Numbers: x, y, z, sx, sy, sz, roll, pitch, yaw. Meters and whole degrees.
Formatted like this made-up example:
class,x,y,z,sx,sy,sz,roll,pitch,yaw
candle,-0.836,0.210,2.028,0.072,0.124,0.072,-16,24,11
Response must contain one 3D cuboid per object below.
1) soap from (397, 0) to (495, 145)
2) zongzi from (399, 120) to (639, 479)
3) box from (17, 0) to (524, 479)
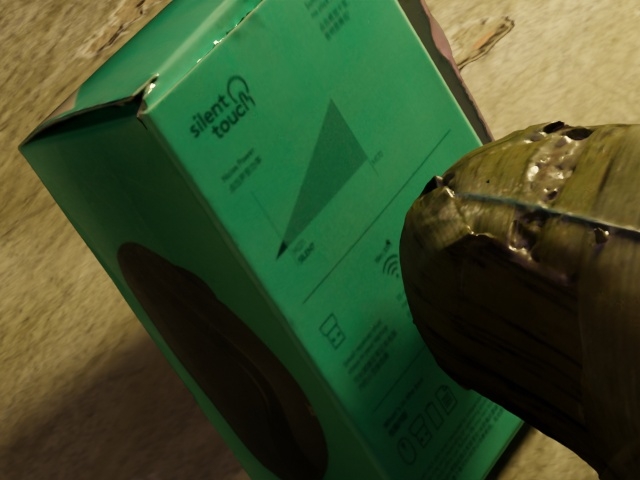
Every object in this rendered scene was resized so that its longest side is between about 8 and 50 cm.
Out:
class,x,y,z,sx,sy,sz,roll,pitch,yaw
soap,0.021,-0.129,1.346,0.107,0.296,0.285,-29,26,1
zongzi,0.154,0.096,0.913,0.323,0.160,0.360,2,46,30
box,0.000,0.000,1.094,0.118,0.311,0.205,-11,30,44
